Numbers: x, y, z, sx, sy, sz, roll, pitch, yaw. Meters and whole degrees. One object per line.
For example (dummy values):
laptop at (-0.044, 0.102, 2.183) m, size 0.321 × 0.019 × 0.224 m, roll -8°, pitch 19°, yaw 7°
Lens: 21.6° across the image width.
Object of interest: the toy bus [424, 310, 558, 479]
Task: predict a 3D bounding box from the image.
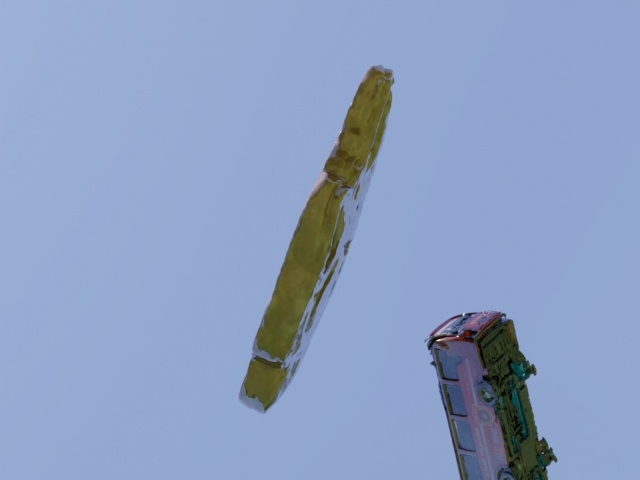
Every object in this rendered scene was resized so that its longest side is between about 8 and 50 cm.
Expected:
toy bus at (0.174, 0.184, 1.717) m, size 0.073 × 0.096 × 0.235 m, roll -34°, pitch -64°, yaw -42°

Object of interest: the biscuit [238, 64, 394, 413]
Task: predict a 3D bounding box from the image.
biscuit at (0.004, 0.002, 1.640) m, size 0.269 × 0.051 × 0.376 m, roll -64°, pitch -5°, yaw -64°
